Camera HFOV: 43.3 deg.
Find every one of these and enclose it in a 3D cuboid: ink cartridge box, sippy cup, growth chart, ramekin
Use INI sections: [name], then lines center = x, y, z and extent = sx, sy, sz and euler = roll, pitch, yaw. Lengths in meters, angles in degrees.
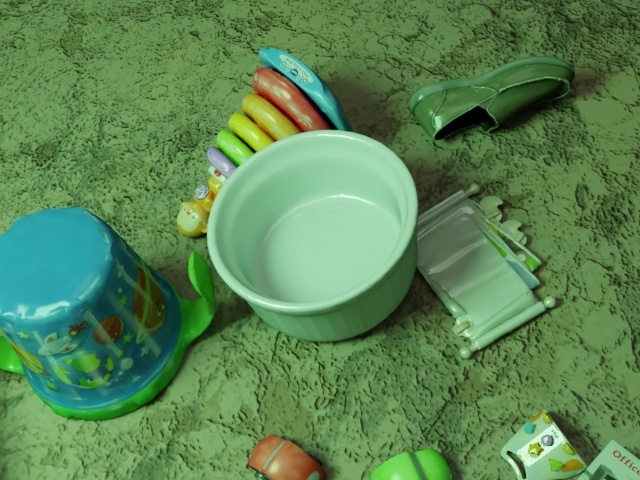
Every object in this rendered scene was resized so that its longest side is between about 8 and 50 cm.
[ink cartridge box]
center = 0.317, 0.303, 0.882
extent = 0.135, 0.056, 0.099
euler = -43, 59, -18
[sippy cup]
center = -0.309, 0.081, 1.033
extent = 0.305, 0.224, 0.240
euler = -41, 59, -17
[growth chart]
center = 0.212, 0.030, 1.104
extent = 0.171, 0.021, 0.237
euler = -24, 56, -7
[ramekin]
center = 0.000, 0.000, 1.080
extent = 0.277, 0.135, 0.277
euler = -7, 56, 10

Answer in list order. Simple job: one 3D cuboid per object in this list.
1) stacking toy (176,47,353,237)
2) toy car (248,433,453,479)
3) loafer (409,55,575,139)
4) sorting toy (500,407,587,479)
[stacking toy]
center = -0.106, -0.122, 1.201
extent = 0.302, 0.166, 0.175
euler = -46, 64, -3
[toy car]
center = 0.045, 0.296, 0.933
extent = 0.224, 0.053, 0.239
euler = -22, 56, -5
[loafer]
center = 0.264, -0.205, 1.222
extent = 0.251, 0.094, 0.088
euler = -14, 67, 5
[sorting toy]
center = 0.254, 0.248, 0.946
extent = 0.075, 0.045, 0.083
euler = -37, 56, 7
